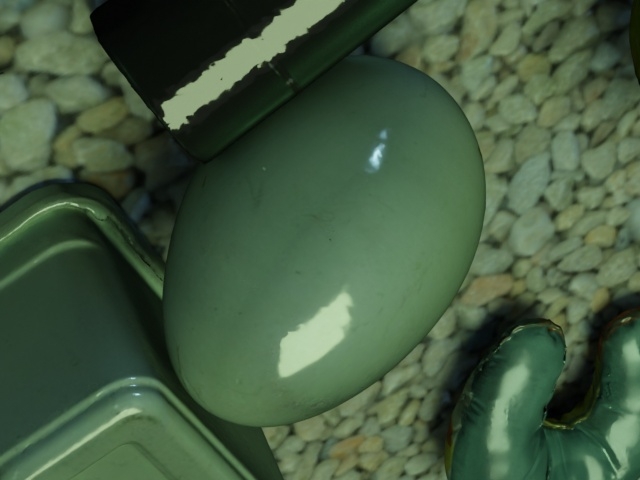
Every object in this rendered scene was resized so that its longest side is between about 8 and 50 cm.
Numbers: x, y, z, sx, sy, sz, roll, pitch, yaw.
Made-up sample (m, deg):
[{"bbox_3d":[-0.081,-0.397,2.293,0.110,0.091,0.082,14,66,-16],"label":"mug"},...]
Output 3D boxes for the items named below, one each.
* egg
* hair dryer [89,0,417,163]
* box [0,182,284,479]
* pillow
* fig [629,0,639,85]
[{"bbox_3d":[0.000,0.000,1.167,0.264,0.183,0.183,-58,145,-26],"label":"egg"},{"bbox_3d":[-0.057,-0.216,1.033,0.244,0.116,0.302,-39,130,3],"label":"hair dryer"},{"bbox_3d":[-0.132,0.134,1.240,0.175,0.182,0.312,-34,137,2],"label":"box"},{"bbox_3d":[0.206,0.147,1.530,0.233,0.086,0.214,-5,126,-30],"label":"pillow"},{"bbox_3d":[0.363,-0.143,1.235,0.326,0.258,0.258,-37,140,-19],"label":"fig"}]
